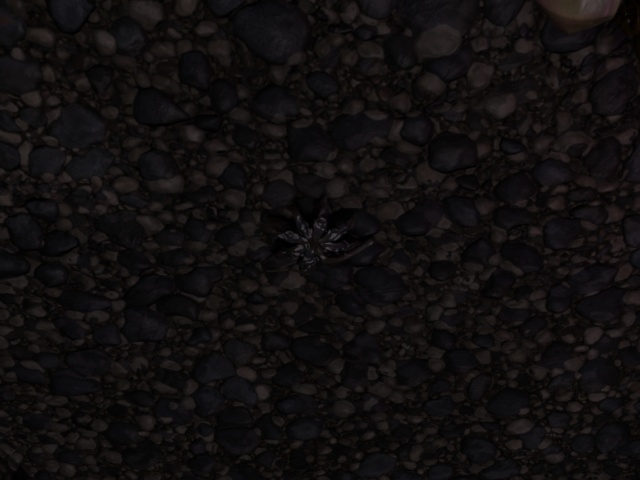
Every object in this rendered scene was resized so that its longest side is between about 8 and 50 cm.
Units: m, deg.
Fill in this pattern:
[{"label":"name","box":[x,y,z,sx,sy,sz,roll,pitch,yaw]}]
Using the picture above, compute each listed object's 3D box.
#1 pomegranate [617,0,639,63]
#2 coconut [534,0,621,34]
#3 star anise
[{"label":"pomegranate","box":[0.698,-0.401,1.291,0.307,0.307,0.307,-2,130,-2]},{"label":"coconut","box":[0.465,-0.451,1.302,0.170,0.171,0.183,-6,127,1]},{"label":"star anise","box":[0.000,-0.001,1.705,0.262,0.081,0.230,12,117,-11]}]
